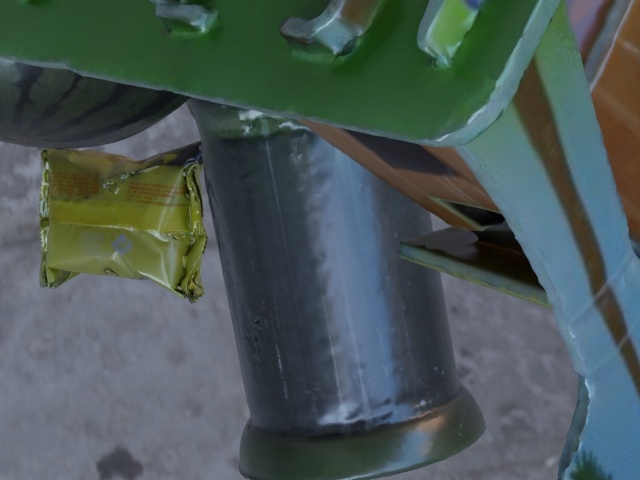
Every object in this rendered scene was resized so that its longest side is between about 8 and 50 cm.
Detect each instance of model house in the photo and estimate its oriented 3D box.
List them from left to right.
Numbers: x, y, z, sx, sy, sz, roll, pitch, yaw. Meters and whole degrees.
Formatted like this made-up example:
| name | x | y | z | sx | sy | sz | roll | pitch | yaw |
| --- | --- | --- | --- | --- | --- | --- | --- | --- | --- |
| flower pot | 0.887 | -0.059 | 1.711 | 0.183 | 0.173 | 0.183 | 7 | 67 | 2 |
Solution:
| name | x | y | z | sx | sy | sz | roll | pitch | yaw |
| --- | --- | --- | --- | --- | --- | --- | --- | --- | --- |
| model house | 0.061 | -0.025 | 0.651 | 0.323 | 0.300 | 0.340 | 31 | 80 | -39 |

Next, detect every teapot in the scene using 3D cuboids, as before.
| name | x | y | z | sx | sy | sz | roll | pitch | yaw |
| --- | --- | --- | --- | --- | --- | --- | --- | --- | --- |
| teapot | 0.000 | 0.000 | 1.295 | 0.200 | 0.270 | 0.337 | -11 | 99 | -8 |

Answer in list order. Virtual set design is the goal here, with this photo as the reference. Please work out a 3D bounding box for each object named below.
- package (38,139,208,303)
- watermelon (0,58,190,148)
| name | x | y | z | sx | sy | sz | roll | pitch | yaw |
| --- | --- | --- | --- | --- | --- | --- | --- | --- | --- |
| package | -0.201 | -0.026 | 1.649 | 0.226 | 0.090 | 0.168 | 6 | 93 | 28 |
| watermelon | -0.167 | -0.241 | 1.090 | 0.279 | 0.279 | 0.359 | 7 | 79 | -16 |
